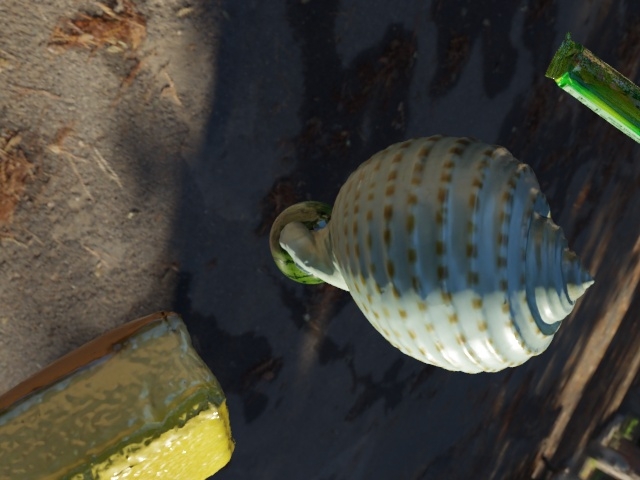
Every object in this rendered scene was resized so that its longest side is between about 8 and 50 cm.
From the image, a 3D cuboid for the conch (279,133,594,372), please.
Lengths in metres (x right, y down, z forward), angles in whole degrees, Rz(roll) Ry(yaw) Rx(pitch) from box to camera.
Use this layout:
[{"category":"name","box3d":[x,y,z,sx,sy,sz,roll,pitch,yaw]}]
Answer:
[{"category":"conch","box3d":[0.075,-0.006,0.464,0.172,0.200,0.131,-18,132,-54]}]

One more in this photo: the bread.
[{"category":"bread","box3d":[-0.260,0.247,0.816,0.333,0.143,0.324,-29,157,-21]}]

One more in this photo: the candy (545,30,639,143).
[{"category":"candy","box3d":[0.383,-0.197,0.970,0.032,0.178,0.102,-50,-175,49]}]

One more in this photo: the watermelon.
[{"category":"watermelon","box3d":[-0.007,0.002,0.842,0.109,0.109,0.109,-40,145,-36]}]
